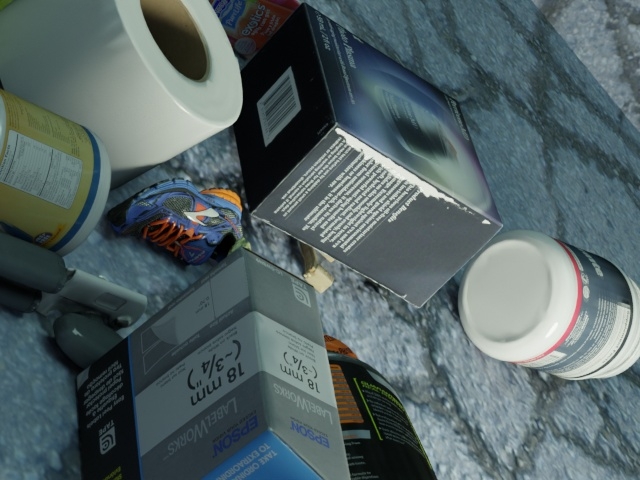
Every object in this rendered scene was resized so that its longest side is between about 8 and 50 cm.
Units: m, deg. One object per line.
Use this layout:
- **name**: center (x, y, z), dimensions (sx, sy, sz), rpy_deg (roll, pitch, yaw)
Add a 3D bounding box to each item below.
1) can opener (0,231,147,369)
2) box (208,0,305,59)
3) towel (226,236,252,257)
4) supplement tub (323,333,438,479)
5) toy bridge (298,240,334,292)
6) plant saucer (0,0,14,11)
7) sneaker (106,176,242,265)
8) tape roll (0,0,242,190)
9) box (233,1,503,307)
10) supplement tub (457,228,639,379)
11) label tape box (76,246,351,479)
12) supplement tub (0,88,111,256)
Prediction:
- **can opener**: center (-0.279, 0.049, 1.653), dimensions (0.280, 0.074, 0.093), rpy_deg (28, 34, -40)
- **box**: center (-0.116, -0.401, 2.463), dimensions (0.128, 0.123, 0.257), rpy_deg (34, 31, -32)
- **towel**: center (-0.092, 0.074, 1.943), dimensions (0.148, 0.027, 0.110), rpy_deg (-71, 148, -59)
- **supplement tub**: center (0.010, 0.250, 1.676), dimensions (0.207, 0.207, 0.338), rpy_deg (35, 18, -32)
- **toy bridge**: center (0.000, 0.000, 2.242), dimensions (0.063, 0.026, 0.188), rpy_deg (43, 27, -13)
- **plant saucer**: center (-0.415, -0.284, 1.874), dimensions (0.241, 0.037, 0.241), rpy_deg (45, 28, -33)
- **sneaker**: center (-0.154, -0.016, 1.948), dimensions (0.221, 0.083, 0.087), rpy_deg (3, 61, -54)
- **tape roll**: center (-0.225, -0.199, 1.917), dimensions (0.246, 0.169, 0.246), rpy_deg (48, 26, -33)
- **box**: center (0.055, -0.116, 2.257), dimensions (0.294, 0.183, 0.296), rpy_deg (30, 28, -30)
- **supplement tub**: center (0.345, 0.100, 2.493), dimensions (0.272, 0.191, 0.191), rpy_deg (18, 41, -49)
- **label tape box**: center (-0.099, 0.205, 1.552), dimensions (0.106, 0.241, 0.333), rpy_deg (32, 31, -36)
- **supplement tub**: center (-0.320, -0.073, 1.664), dimensions (0.200, 0.144, 0.144), rpy_deg (24, 37, -44)
